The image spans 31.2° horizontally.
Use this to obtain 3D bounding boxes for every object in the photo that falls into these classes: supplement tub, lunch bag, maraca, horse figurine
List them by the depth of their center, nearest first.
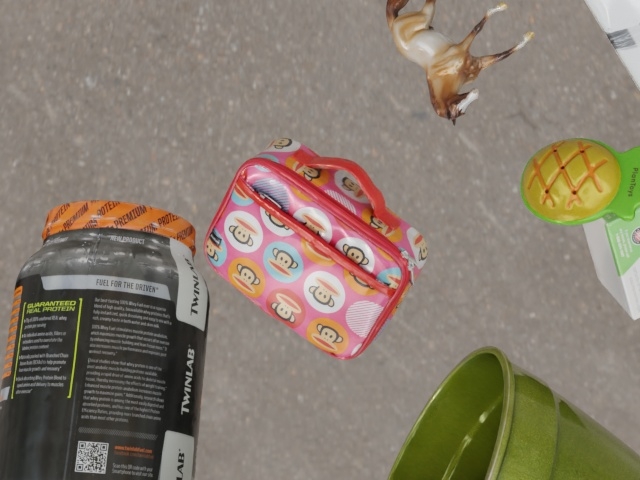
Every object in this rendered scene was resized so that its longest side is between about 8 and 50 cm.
[{"bbox_3d":[-0.225,0.142,1.193,0.207,0.338,0.207,4,163,1],"label":"supplement tub"},{"bbox_3d":[0.358,-0.079,1.542,0.185,0.127,0.099,4,165,31],"label":"maraca"},{"bbox_3d":[0.000,0.000,1.610,0.293,0.120,0.258,35,126,7],"label":"lunch bag"},{"bbox_3d":[0.173,-0.292,1.625,0.174,0.263,0.066,-44,150,5],"label":"horse figurine"}]

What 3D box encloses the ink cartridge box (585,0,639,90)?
[{"bbox_3d":[0.366,-0.265,1.078,0.211,0.121,0.289,-10,136,39],"label":"ink cartridge box"}]

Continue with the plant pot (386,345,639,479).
[{"bbox_3d":[0.284,0.366,1.382,0.353,0.366,0.366,26,124,-7],"label":"plant pot"}]

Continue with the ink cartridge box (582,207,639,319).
[{"bbox_3d":[0.527,-0.041,1.658,0.273,0.115,0.198,-27,126,-1],"label":"ink cartridge box"}]
